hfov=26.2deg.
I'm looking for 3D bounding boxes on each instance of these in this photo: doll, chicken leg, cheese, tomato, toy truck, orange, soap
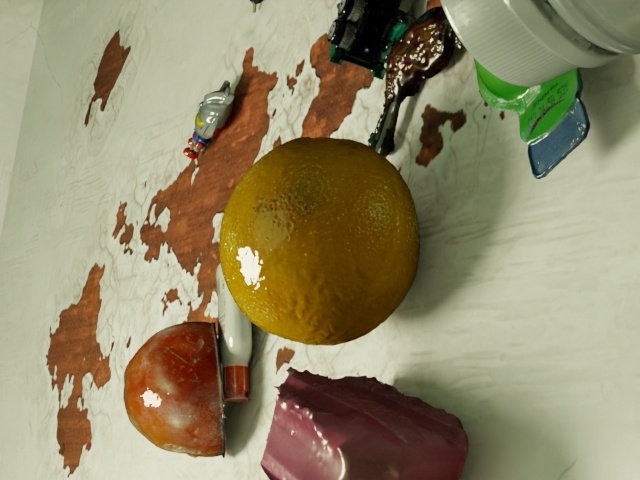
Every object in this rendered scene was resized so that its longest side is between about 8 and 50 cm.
[{"bbox_3d":[-0.195,-0.214,2.432,0.104,0.062,0.195,-48,-1,-39],"label":"doll"},{"bbox_3d":[0.127,-0.224,1.863,0.253,0.051,0.106,-59,38,35],"label":"chicken leg"},{"bbox_3d":[0.250,-0.214,1.592,0.204,0.083,0.320,-46,39,39],"label":"cheese"},{"bbox_3d":[-0.228,0.234,2.139,0.181,0.155,0.214,102,163,-47],"label":"tomato"},{"bbox_3d":[0.081,-0.348,1.945,0.116,0.110,0.216,-123,52,-68],"label":"toy truck"},{"bbox_3d":[0.000,0.000,1.768,0.274,0.274,0.274,-35,48,51],"label":"orange"},{"bbox_3d":[0.051,0.246,1.617,0.325,0.220,0.127,18,102,61],"label":"soap"}]

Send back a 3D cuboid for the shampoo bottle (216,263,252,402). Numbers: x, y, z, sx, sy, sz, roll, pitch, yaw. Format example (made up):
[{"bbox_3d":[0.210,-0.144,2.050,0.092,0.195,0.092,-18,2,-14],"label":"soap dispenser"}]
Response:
[{"bbox_3d":[-0.135,0.143,2.153,0.108,0.051,0.221,132,137,-68],"label":"shampoo bottle"}]

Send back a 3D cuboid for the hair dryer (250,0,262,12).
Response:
[{"bbox_3d":[-0.098,-0.507,2.398,0.124,0.071,0.219,-142,60,-62],"label":"hair dryer"}]

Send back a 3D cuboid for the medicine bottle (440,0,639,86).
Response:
[{"bbox_3d":[0.287,-0.301,1.359,0.306,0.245,0.245,-26,55,44],"label":"medicine bottle"}]
